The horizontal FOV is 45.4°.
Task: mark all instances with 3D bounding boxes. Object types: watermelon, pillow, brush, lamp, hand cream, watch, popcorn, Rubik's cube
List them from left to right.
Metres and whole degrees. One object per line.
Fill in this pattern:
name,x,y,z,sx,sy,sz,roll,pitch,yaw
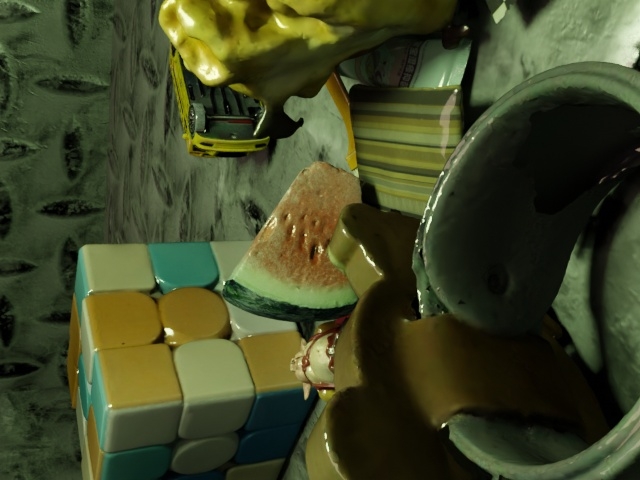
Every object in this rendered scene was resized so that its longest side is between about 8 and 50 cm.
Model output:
Rubik's cube,-0.244,0.234,1.342,0.347,0.346,0.344,110,148,-42
popcorn,-0.020,-0.277,0.822,0.281,0.315,0.297,63,174,3
watermelon,0.000,0.000,0.980,0.318,0.148,0.226,-59,-6,-65
lamp,0.025,0.162,1.030,0.253,0.118,0.118,-30,65,61
brush,0.028,-0.182,1.001,0.272,0.013,0.103,64,152,3
hand cream,0.078,-0.222,0.954,0.331,0.058,0.085,32,107,54
pillow,0.103,-0.073,0.882,0.208,0.052,0.212,20,120,58
watch,0.174,0.030,0.548,0.327,0.314,0.335,-54,32,36

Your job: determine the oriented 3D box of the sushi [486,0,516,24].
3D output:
sushi,0.189,-0.343,0.693,0.192,0.050,0.215,126,130,-59

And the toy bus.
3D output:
toy bus,-0.196,-0.268,1.433,0.151,0.145,0.331,115,146,-47
